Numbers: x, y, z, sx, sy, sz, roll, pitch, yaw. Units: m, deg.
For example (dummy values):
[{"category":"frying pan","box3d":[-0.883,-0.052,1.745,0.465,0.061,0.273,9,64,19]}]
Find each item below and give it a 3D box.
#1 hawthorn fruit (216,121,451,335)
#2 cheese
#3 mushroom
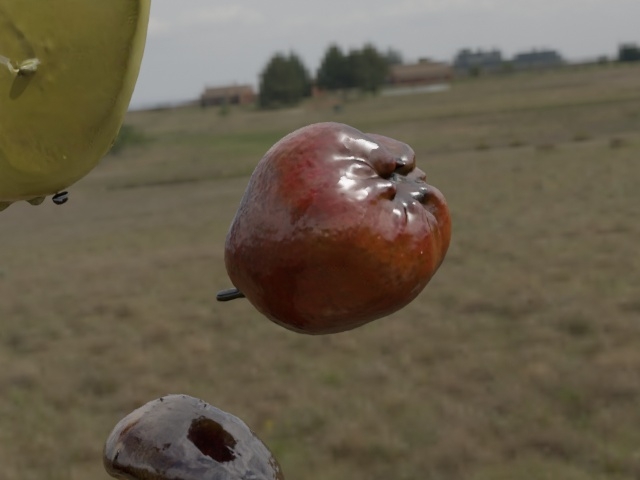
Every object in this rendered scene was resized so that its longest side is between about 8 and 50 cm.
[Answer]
[{"category":"hawthorn fruit","box3d":[0.000,0.000,1.689,0.261,0.224,0.224,-36,-9,25]},{"category":"cheese","box3d":[-0.275,-0.180,1.448,0.259,0.316,0.128,-3,18,-27]},{"category":"mushroom","box3d":[-0.128,0.252,1.779,0.194,0.138,0.231,-3,-24,29]}]
